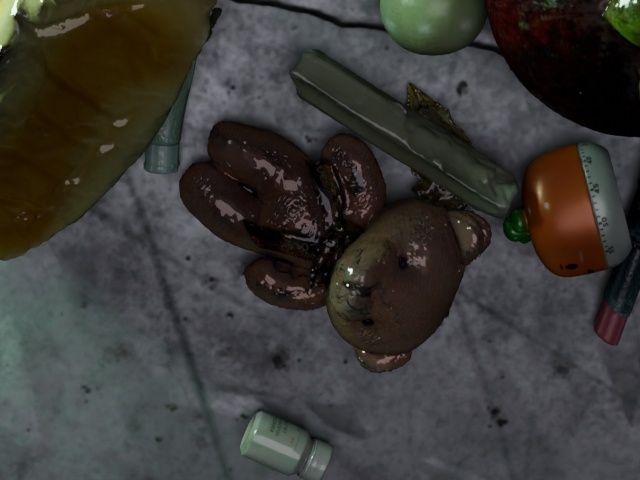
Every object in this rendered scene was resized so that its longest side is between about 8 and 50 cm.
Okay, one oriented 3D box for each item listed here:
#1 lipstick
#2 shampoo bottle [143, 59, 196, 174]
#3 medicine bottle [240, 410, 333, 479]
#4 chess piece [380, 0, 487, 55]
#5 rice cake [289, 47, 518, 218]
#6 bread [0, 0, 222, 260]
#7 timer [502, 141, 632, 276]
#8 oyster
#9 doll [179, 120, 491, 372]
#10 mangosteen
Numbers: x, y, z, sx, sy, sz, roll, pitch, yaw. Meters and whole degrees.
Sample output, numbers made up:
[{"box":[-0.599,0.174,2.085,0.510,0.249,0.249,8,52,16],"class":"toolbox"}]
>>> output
[{"box":[0.331,-0.002,1.937,0.053,0.053,0.234,15,107,-5],"class":"lipstick"},{"box":[-0.155,-0.162,1.889,0.069,0.041,0.191,2,104,-10],"class":"shampoo bottle"},{"box":[-0.035,0.216,1.978,0.089,0.052,0.052,25,102,-7],"class":"medicine bottle"},{"box":[0.104,-0.303,1.821,0.144,0.144,0.251,-4,111,0],"class":"chess piece"},{"box":[0.082,-0.104,1.870,0.256,0.057,0.052,32,96,-1],"class":"rice cake"},{"box":[-0.271,-0.161,1.793,0.236,0.183,0.388,30,112,-36],"class":"bread"},{"box":[0.243,-0.026,1.900,0.136,0.099,0.136,0,84,4],"class":"timer"},{"box":[0.124,-0.093,1.914,0.086,0.029,0.132,0,105,9],"class":"oyster"},{"box":[0.000,0.000,1.879,0.303,0.156,0.201,29,107,-3],"class":"doll"},{"box":[0.297,-0.232,1.756,0.300,0.300,0.300,0,104,-1],"class":"mangosteen"}]
